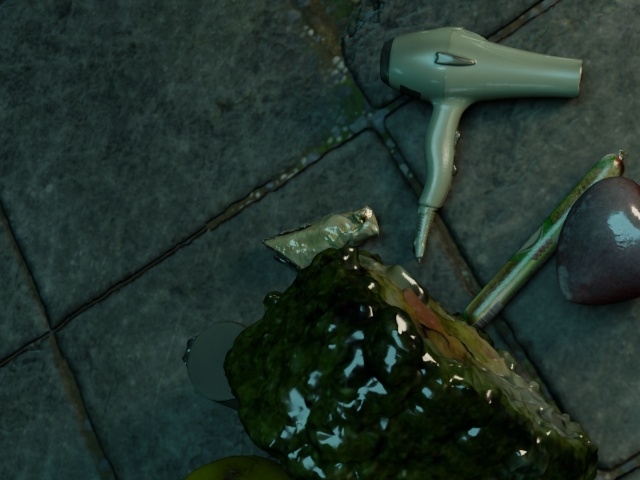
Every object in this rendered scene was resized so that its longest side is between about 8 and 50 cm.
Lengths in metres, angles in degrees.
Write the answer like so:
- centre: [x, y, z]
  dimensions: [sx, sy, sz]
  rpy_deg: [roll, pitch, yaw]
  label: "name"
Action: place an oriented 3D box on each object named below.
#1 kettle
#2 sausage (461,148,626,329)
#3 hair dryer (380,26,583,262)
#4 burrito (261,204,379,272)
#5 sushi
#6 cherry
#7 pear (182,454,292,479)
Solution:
- centre: [-0.070, 0.153, 1.182]
  dimensions: [0.098, 0.148, 0.127]
  rpy_deg: [-44, 65, 3]
  label: "kettle"
- centre: [0.245, 0.003, 1.171]
  dimensions: [0.269, 0.033, 0.033]
  rpy_deg: [-48, 64, 2]
  label: "sausage"
- centre: [0.196, -0.123, 1.219]
  dimensions: [0.229, 0.092, 0.267]
  rpy_deg: [-11, 85, 11]
  label: "hair dryer"
- centre: [0.000, 0.000, 1.260]
  dimensions: [0.149, 0.041, 0.055]
  rpy_deg: [-19, 55, 18]
  label: "burrito"
- centre: [0.086, 0.149, 1.015]
  dimensions: [0.178, 0.352, 0.294]
  rpy_deg: [-49, 33, 10]
  label: "sushi"
- centre: [0.328, 0.023, 1.092]
  dimensions: [0.148, 0.115, 0.188]
  rpy_deg: [-39, 69, -15]
  label: "cherry"
- centre: [-0.058, 0.381, 1.050]
  dimensions: [0.336, 0.285, 0.285]
  rpy_deg: [42, 92, 11]
  label: "pear"
